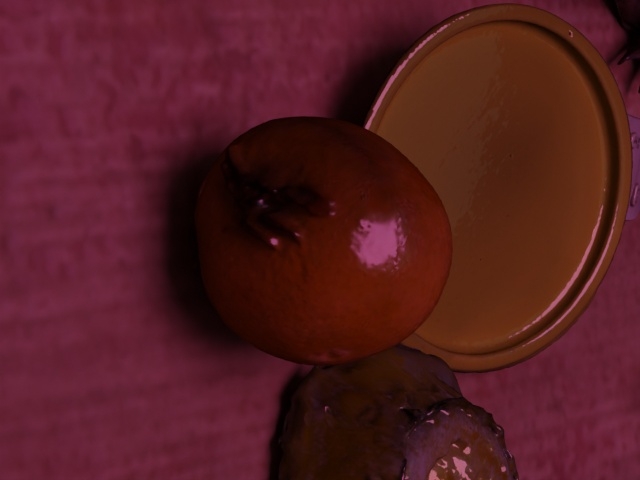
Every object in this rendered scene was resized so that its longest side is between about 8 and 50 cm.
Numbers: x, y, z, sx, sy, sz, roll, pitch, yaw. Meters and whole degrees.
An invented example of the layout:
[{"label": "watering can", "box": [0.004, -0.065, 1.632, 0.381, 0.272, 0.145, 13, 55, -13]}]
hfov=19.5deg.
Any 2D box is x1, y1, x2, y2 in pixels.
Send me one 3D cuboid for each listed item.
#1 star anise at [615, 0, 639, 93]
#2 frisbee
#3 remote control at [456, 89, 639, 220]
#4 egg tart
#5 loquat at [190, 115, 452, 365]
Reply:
[{"label": "star anise", "box": [0.265, -0.142, 1.364, 0.124, 0.056, 0.129, -19, 97, -35]}, {"label": "frisbee", "box": [0.108, -0.031, 1.166, 0.236, 0.017, 0.236, -9, 105, -34]}, {"label": "remote control", "box": [0.153, -0.061, 1.247, 0.229, 0.044, 0.073, 10, 90, -50]}, {"label": "egg tart", "box": [0.058, 0.152, 1.096, 0.197, 0.078, 0.197, 7, 80, -49]}, {"label": "loquat", "box": [0.000, 0.000, 1.011, 0.141, 0.141, 0.141, 7, 81, -47]}]
